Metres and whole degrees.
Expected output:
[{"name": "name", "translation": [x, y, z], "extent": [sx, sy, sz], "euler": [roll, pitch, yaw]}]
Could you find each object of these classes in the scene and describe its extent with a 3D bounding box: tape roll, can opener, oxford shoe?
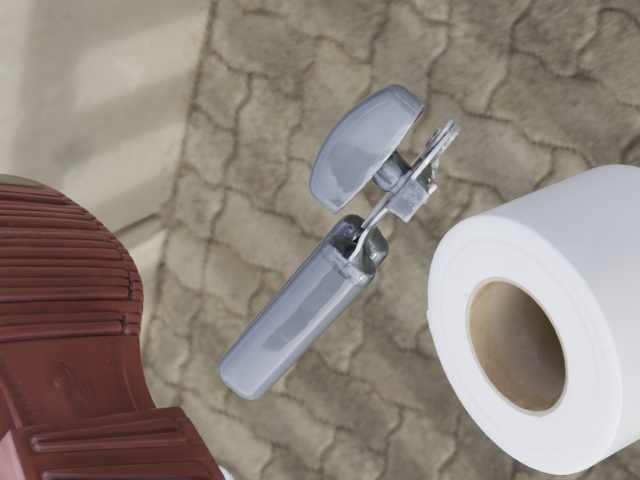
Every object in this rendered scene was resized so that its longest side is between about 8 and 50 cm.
[{"name": "tape roll", "translation": [0.237, 0.069, 1.199], "extent": [0.246, 0.169, 0.246], "euler": [33, 134, 43]}, {"name": "can opener", "translation": [0.000, 0.000, 0.987], "extent": [0.095, 0.076, 0.283], "euler": [40, 120, -2]}, {"name": "oxford shoe", "translation": [-0.153, 0.090, 0.690], "extent": [0.348, 0.123, 0.130], "euler": [60, 138, 47]}]

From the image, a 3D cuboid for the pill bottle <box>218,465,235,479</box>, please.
[{"name": "pill bottle", "translation": [-0.079, 0.274, 1.137], "extent": [0.108, 0.108, 0.180], "euler": [11, 143, 32]}]
